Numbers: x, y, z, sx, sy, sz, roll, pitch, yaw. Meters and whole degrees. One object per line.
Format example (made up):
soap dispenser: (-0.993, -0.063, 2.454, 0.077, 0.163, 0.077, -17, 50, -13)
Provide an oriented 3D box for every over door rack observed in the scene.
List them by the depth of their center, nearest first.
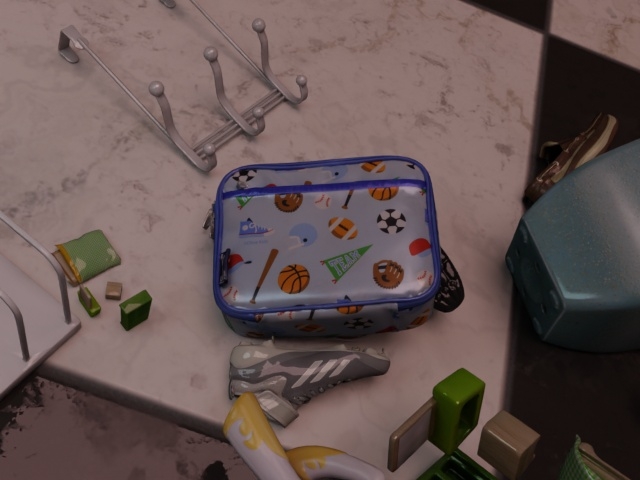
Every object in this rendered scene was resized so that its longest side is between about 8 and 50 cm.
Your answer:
over door rack: (-0.206, -0.280, 1.048, 0.324, 0.108, 0.239, 40, 56, 10)

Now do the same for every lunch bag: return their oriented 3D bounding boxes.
lunch bag: (0.000, 0.000, 0.888, 0.303, 0.115, 0.243, -2, 63, 3)

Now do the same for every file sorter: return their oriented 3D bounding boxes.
file sorter: (-0.425, 0.091, 0.709, 0.192, 0.173, 0.278, 38, 55, 7)

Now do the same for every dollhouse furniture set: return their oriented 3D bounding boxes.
dollhouse furniture set: (0.208, 0.305, 0.691, 0.151, 0.198, 0.301, -31, 47, -33)
dollhouse furniture set: (-0.274, 0.041, 0.855, 0.076, 0.059, 0.152, -31, 72, -31)

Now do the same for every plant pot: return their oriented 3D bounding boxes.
plant pot: (0.414, 0.024, 0.973, 0.252, 0.248, 0.247, -15, 63, -3)

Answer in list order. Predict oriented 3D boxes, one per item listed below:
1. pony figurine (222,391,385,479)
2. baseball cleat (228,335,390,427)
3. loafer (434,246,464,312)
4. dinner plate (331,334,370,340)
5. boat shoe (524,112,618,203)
pony figurine: (0.011, 0.362, 0.613, 0.363, 0.303, 0.351, 23, 75, 27)
baseball cleat: (-0.013, 0.180, 0.853, 0.205, 0.072, 0.110, 5, 71, -9)
loafer: (0.121, 0.015, 0.976, 0.076, 0.078, 0.223, -43, 70, -2)
dinner plate: (0.028, 0.077, 0.950, 0.141, 0.017, 0.141, 8, 58, -13)
boat shoe: (0.428, -0.147, 1.168, 0.095, 0.095, 0.257, 32, 55, 12)
